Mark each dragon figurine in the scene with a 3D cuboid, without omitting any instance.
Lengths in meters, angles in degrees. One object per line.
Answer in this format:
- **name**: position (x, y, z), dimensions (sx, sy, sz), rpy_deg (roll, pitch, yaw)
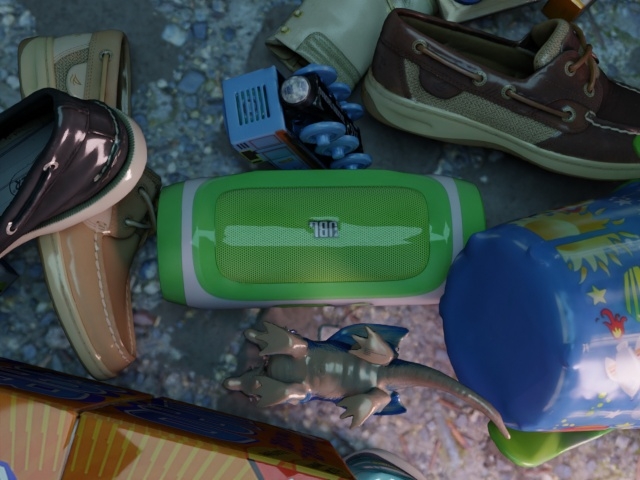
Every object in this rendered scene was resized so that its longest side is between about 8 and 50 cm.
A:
- **dragon figurine**: position (0.031, 0.116, 0.805), dimensions (0.289, 0.144, 0.085), rpy_deg (1, 86, 20)

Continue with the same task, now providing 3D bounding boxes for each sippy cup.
- **sippy cup**: position (0.235, 0.063, 0.770), dimensions (0.224, 0.240, 0.305), rpy_deg (-5, 95, -28)

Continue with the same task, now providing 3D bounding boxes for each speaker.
- **speaker**: position (0.000, 0.000, 0.856), dimensions (0.296, 0.131, 0.131), rpy_deg (-1, 82, -3)

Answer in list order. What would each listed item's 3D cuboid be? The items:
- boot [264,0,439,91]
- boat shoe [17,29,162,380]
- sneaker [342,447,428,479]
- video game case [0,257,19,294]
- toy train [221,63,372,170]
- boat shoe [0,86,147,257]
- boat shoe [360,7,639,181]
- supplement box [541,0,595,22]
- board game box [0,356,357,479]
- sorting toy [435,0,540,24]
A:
- **boot**: position (-0.002, -0.262, 0.921), dimensions (0.213, 0.077, 0.165), rpy_deg (45, 84, 3)
- **boat shoe**: position (-0.205, -0.042, 0.852), dimensions (0.110, 0.121, 0.341), rpy_deg (-11, 81, -4)
- **sneaker**: position (0.123, 0.295, 0.826), dimensions (0.275, 0.110, 0.107), rpy_deg (32, 81, 1)
- **video game case**: position (-0.475, 0.027, 0.858), dimensions (0.269, 0.061, 0.244), rpy_deg (43, 81, 4)
- **toy train**: position (-0.018, -0.105, 0.848), dimensions (0.105, 0.184, 0.080), rpy_deg (-11, 76, 15)
- **boat shoe**: position (-0.313, -0.021, 0.747), dimensions (0.340, 0.113, 0.127), rpy_deg (-24, 68, 12)
- **boat shoe**: position (0.216, -0.151, 0.867), dimensions (0.342, 0.123, 0.123), rpy_deg (13, 37, -2)
- **supplement box**: position (0.284, -0.273, 0.943), dimensions (0.098, 0.062, 0.036), rpy_deg (-43, 84, -9)
- **board game box**: position (-0.195, 0.295, 0.683), dimensions (0.356, 0.356, 0.356), rpy_deg (15, 81, -1)
- **sorting toy**: position (0.176, -0.295, 0.879), dimensions (0.274, 0.046, 0.132), rpy_deg (-17, 87, -7)
